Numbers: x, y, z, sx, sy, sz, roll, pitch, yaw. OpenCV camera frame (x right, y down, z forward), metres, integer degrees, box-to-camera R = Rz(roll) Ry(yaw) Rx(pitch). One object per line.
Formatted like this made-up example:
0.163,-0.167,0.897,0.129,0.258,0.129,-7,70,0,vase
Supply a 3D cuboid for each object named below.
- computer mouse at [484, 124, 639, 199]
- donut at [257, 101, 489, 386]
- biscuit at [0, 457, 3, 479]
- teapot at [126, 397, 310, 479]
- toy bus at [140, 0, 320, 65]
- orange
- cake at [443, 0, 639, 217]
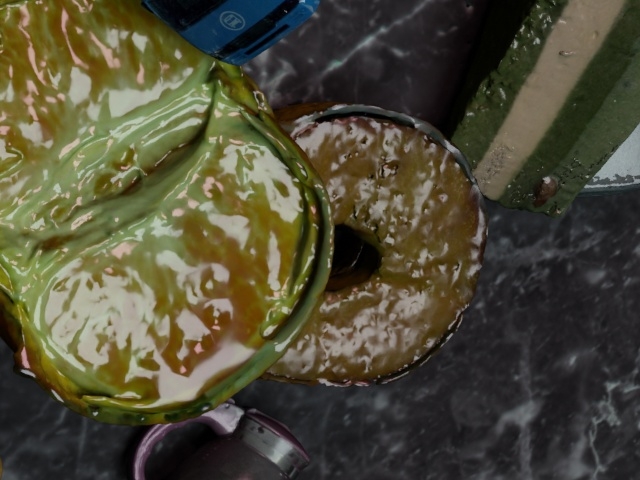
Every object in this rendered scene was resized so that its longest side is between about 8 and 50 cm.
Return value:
0.220,-0.090,1.630,0.229,0.068,0.113,0,95,-16,computer mouse
0.000,0.000,1.513,0.272,0.107,0.272,-9,110,-26,donut
-0.390,0.196,1.373,0.287,0.057,0.343,-20,119,-23,biscuit
-0.087,0.211,1.557,0.146,0.148,0.116,-55,164,-15,teapot
-0.060,-0.258,1.280,0.134,0.113,0.246,25,54,-32,toy bus
-0.147,-0.032,1.318,0.262,0.196,0.334,-41,90,-2,orange
0.220,-0.154,1.500,0.158,0.172,0.283,22,92,-15,cake
